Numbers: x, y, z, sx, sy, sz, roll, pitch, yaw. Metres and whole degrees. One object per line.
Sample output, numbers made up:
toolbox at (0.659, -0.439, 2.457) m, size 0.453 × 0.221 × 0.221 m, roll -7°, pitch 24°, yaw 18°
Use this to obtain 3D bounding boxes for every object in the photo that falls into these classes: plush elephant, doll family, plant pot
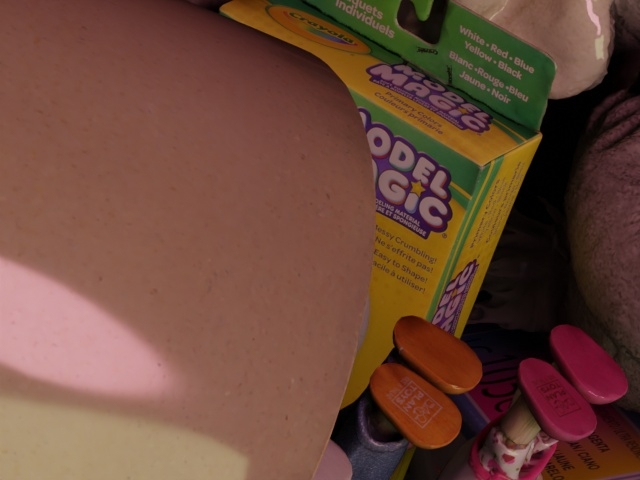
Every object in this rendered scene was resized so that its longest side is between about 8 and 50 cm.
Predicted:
plush elephant at (0.191, -0.061, 0.768) m, size 0.272 × 0.330 × 0.255 m, roll -19°, pitch 114°, yaw -45°
doll family at (-0.013, 0.109, 0.639) m, size 0.263 × 0.118 × 0.163 m, roll -37°, pitch 164°, yaw -51°
plant pot at (-0.169, -0.005, 0.533) m, size 0.274 × 0.256 × 0.256 m, roll 28°, pitch 105°, yaw -31°

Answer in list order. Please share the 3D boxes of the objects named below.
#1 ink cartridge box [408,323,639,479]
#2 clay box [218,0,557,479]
ink cartridge box at (0.261, 0.125, 0.858) m, size 0.395 × 0.270 × 0.151 m, roll -6°, pitch 109°, yaw -12°
clay box at (0.000, 0.000, 0.737) m, size 0.053 × 0.127 × 0.222 m, roll -29°, pitch 144°, yaw -50°
